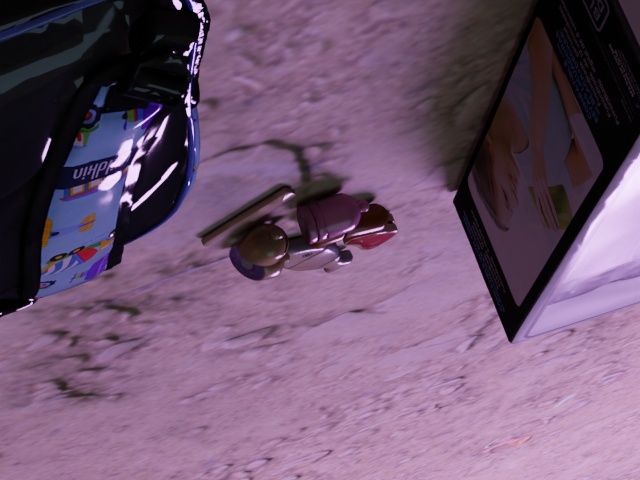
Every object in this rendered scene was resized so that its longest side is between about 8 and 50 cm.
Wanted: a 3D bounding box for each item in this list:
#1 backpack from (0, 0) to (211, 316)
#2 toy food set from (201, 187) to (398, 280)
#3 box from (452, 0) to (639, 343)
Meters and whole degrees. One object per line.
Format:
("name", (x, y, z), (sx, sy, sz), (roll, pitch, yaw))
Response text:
("backpack", (-0.110, -0.042, 0.478), (0.158, 0.117, 0.173), (-18, 162, -9))
("toy food set", (0.000, 0.000, 0.888), (0.078, 0.019, 0.122), (-31, 160, 29))
("box", (0.171, -0.057, 0.799), (0.169, 0.087, 0.290), (-17, 162, -12))
